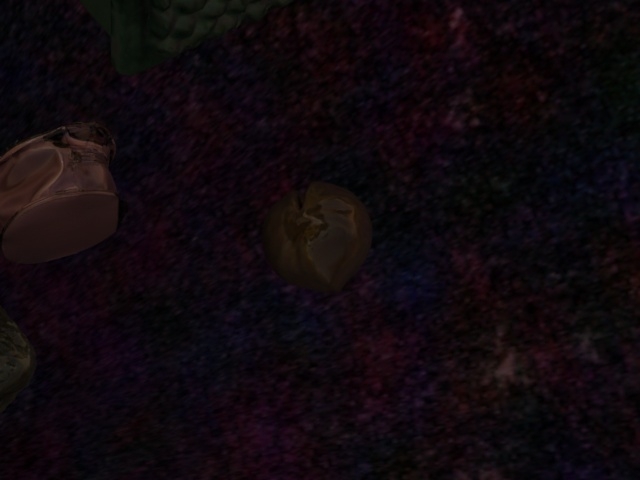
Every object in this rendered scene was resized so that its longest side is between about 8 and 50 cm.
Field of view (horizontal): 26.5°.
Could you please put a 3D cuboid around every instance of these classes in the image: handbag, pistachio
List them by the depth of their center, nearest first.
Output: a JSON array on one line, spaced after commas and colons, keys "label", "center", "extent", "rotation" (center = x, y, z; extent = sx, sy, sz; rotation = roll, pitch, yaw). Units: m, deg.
[{"label": "pistachio", "center": [0.000, 0.000, 1.474], "extent": [0.125, 0.185, 0.124], "rotation": [-1, 87, 13]}, {"label": "handbag", "center": [-0.336, -0.062, 1.742], "extent": [0.179, 0.205, 0.116], "rotation": [-16, 72, -16]}]

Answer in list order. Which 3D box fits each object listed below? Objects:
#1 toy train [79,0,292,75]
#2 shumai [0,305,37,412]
[{"label": "toy train", "center": [-0.075, -0.220, 0.547], "extent": [0.145, 0.266, 0.202], "rotation": [-31, 63, -26]}, {"label": "shumai", "center": [-0.502, 0.175, 1.726], "extent": [0.261, 0.222, 0.225], "rotation": [-3, 45, -22]}]
